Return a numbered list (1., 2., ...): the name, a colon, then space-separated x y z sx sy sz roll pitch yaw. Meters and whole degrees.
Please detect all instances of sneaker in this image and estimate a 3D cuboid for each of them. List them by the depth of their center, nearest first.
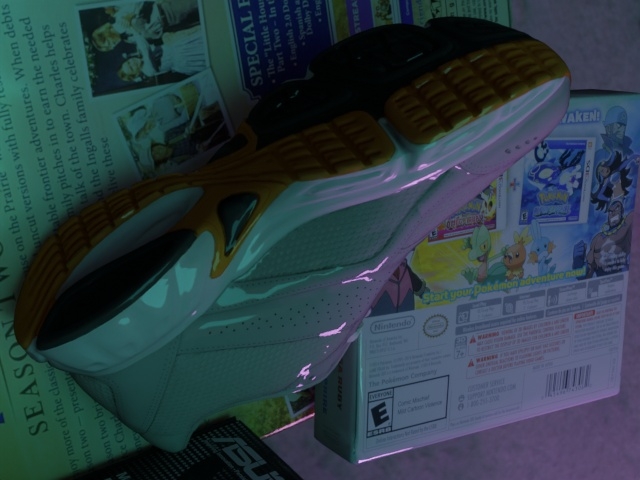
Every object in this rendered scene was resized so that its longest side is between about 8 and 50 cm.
1. sneaker: 0.000 0.000 0.488 0.262 0.099 0.121 -29 130 1

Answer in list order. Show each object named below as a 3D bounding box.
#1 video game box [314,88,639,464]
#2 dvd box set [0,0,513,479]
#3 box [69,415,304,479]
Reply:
1. video game box: 0.091 0.012 0.597 0.205 0.048 0.187 -7 108 -32
2. dvd box set: -0.072 -0.035 0.543 0.420 0.062 0.308 -20 112 -28
3. box: -0.066 0.161 0.444 0.184 0.190 0.045 -18 120 -28
